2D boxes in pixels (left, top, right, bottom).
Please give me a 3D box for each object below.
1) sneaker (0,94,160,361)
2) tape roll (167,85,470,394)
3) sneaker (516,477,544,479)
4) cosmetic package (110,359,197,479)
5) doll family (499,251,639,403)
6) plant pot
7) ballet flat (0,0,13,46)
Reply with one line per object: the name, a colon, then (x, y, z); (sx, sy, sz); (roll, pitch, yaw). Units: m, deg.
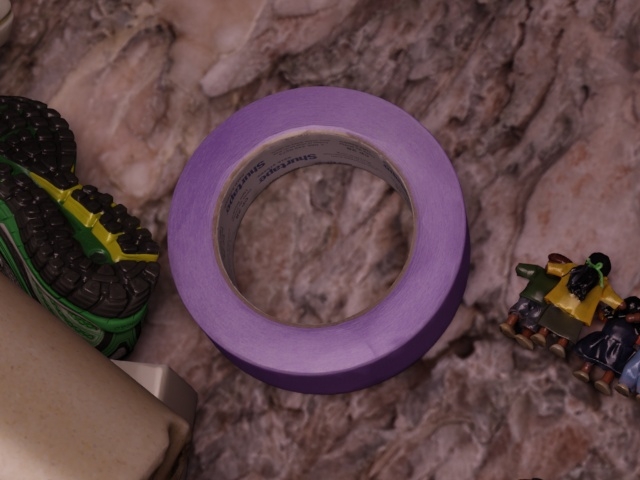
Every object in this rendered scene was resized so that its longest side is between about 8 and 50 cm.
sneaker: (-0.278, -0.013, 1.619); (0.134, 0.146, 0.343); (-15, 49, -32)
tape roll: (0.000, 0.000, 1.599); (0.275, 0.090, 0.275); (-2, 73, 8)
sneaker: (0.109, 0.302, 1.461); (0.135, 0.097, 0.276); (26, 61, 13)
cosmetic package: (-0.211, 0.259, 1.528); (0.153, 0.129, 0.296); (6, 75, 12)
doll family: (0.259, 0.069, 1.554); (0.193, 0.076, 0.111); (32, 76, 10)
plant pot: (-0.282, 0.162, 1.356); (0.305, 0.334, 0.334); (30, 79, 7)
ballet flat: (-0.352, -0.261, 1.668); (0.147, 0.147, 0.409); (-3, 56, 7)
